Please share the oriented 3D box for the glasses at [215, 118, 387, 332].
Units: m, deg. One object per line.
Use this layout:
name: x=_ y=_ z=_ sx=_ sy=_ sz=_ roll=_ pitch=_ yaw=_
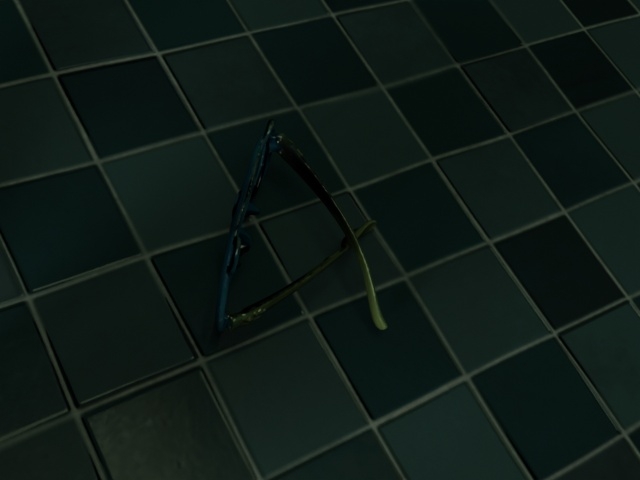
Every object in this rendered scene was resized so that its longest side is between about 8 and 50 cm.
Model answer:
glasses: x=-0.025 y=0.013 z=0.878 sx=0.206 sy=0.102 sz=0.239 roll=37 pitch=48 yaw=-28
